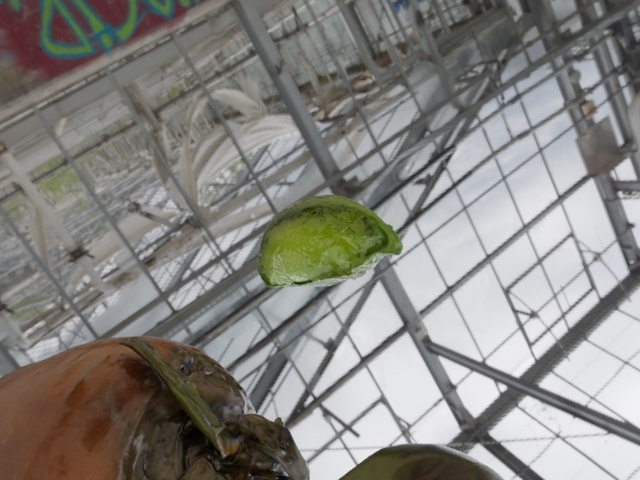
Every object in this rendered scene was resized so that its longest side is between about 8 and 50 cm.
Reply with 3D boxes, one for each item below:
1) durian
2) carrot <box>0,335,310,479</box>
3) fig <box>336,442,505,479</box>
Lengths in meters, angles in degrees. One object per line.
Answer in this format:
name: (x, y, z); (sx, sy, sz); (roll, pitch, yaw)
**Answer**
durian: (0.000, 0.000, 0.900); (0.250, 0.139, 0.101); (-23, -165, 32)
carrot: (-0.154, 0.170, 0.432); (0.331, 0.193, 0.214); (-16, 163, 24)
fig: (0.105, 0.330, 0.547); (0.239, 0.271, 0.239); (-32, -158, 15)
